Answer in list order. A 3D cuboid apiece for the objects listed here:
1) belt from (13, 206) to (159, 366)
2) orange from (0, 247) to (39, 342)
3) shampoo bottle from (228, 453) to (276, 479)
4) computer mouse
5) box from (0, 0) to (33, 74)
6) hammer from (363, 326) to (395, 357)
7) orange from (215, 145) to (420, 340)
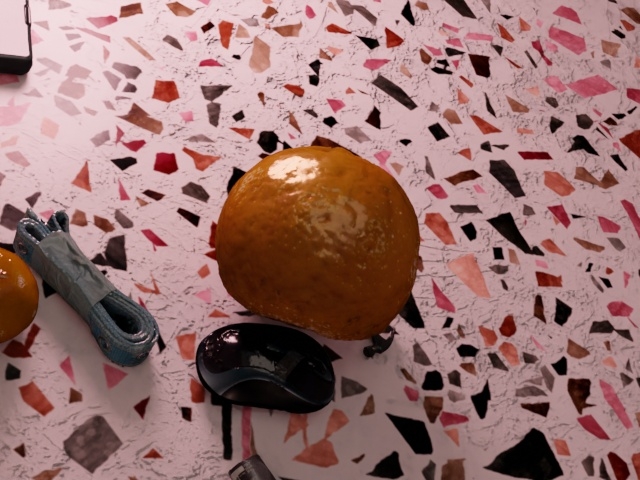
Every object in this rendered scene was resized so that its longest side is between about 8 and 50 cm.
[{"bbox_3d":[-0.370,0.069,1.719,0.087,0.072,0.302,-35,77,-35],"label":"belt"},{"bbox_3d":[-0.494,0.078,1.617,0.156,0.124,0.156,10,52,-14],"label":"orange"},{"bbox_3d":[-0.061,0.416,1.611,0.064,0.057,0.207,-22,67,-36],"label":"shampoo bottle"},{"bbox_3d":[-0.081,0.196,1.741,0.233,0.096,0.137,12,51,-16],"label":"computer mouse"},{"bbox_3d":[-0.604,-0.399,1.970,0.160,0.050,0.230,2,55,-23],"label":"box"},{"bbox_3d":[0.061,0.111,1.920,0.078,0.021,0.201,-20,67,-35],"label":"hammer"},{"bbox_3d":[0.000,0.000,1.756,0.341,0.340,0.293,20,83,-10],"label":"orange"}]
